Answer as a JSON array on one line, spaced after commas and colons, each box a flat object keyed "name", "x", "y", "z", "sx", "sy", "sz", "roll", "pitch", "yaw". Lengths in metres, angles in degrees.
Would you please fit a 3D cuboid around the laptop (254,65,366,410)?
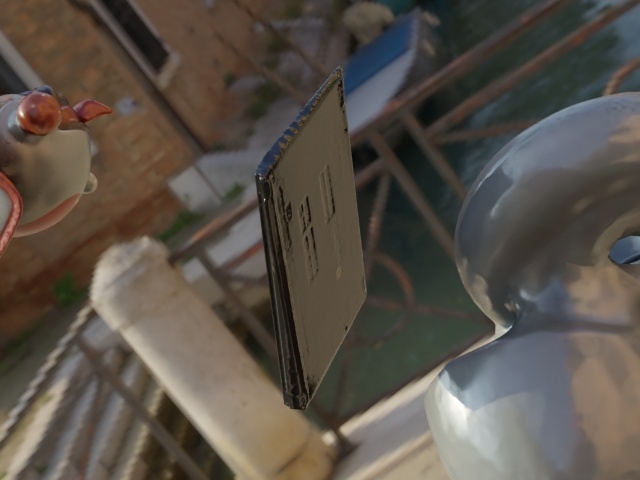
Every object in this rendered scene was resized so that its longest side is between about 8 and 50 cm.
[{"name": "laptop", "x": 0.000, "y": 0.000, "z": 0.921, "sx": 0.016, "sy": 0.197, "sz": 0.135, "roll": 11, "pitch": 41, "yaw": 21}]

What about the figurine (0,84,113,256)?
[{"name": "figurine", "x": -0.252, "y": -0.059, "z": 1.093, "sx": 0.183, "sy": 0.160, "sz": 0.226, "roll": -52, "pitch": -6, "yaw": 35}]

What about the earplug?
[{"name": "earplug", "x": 0.185, "y": 0.057, "z": 0.945, "sx": 0.175, "sy": 0.214, "sz": 0.325, "roll": -140, "pitch": 64, "yaw": -64}]
